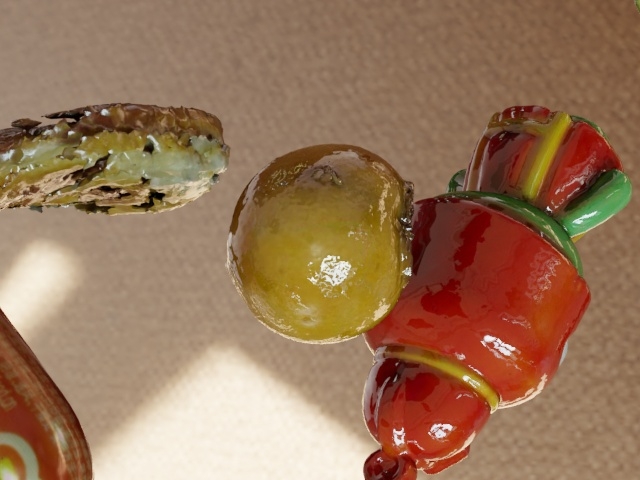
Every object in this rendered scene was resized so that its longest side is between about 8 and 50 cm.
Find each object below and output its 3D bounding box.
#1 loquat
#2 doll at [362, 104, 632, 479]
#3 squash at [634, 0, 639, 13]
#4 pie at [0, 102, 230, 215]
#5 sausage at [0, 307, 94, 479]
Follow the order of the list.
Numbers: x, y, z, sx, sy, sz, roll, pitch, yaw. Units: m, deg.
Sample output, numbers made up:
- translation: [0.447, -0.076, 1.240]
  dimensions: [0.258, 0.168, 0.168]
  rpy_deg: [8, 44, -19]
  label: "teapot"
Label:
- translation: [0.000, 0.000, 1.126]
  dimensions: [0.141, 0.141, 0.141]
  rpy_deg: [-11, 73, 39]
  label: "loquat"
- translation: [0.124, 0.046, 1.317]
  dimensions: [0.182, 0.160, 0.363]
  rpy_deg: [8, 62, 39]
  label: "doll"
- translation: [0.437, -0.280, 1.812]
  dimensions: [0.219, 0.041, 0.219]
  rpy_deg: [43, 147, 36]
  label: "squash"
- translation: [-0.218, -0.063, 1.408]
  dimensions: [0.308, 0.308, 0.086]
  rpy_deg: [-8, 87, 40]
  label: "pie"
- translation: [-0.158, 0.018, 0.559]
  dimensions: [0.264, 0.083, 0.083]
  rpy_deg: [49, 115, 10]
  label: "sausage"
